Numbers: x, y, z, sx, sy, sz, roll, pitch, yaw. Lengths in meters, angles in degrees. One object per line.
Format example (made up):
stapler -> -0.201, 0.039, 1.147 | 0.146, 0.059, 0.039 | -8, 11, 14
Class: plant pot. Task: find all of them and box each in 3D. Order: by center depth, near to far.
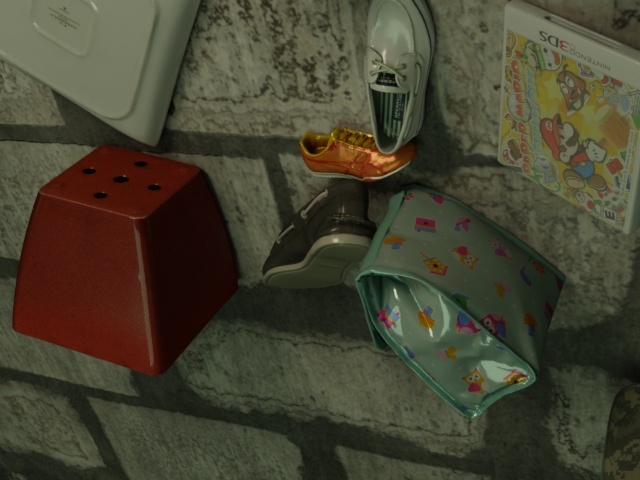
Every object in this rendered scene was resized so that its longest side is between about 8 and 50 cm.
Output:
plant pot -> -0.299, 0.007, 1.553 | 0.267, 0.267, 0.236 | 14, 124, 18

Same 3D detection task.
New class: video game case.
video game case -> 0.289, -0.141, 1.166 | 0.206, 0.026, 0.227 | 36, 147, 37

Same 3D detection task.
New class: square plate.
square plate -> -0.347, -0.321, 1.403 | 0.347, 0.049, 0.344 | 31, 137, 3

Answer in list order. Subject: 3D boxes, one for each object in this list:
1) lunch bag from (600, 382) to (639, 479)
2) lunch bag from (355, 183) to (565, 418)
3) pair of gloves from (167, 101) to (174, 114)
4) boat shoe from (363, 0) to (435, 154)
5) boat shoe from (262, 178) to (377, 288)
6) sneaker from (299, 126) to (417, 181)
lunch bag -> 0.563, 0.328, 1.384 | 0.305, 0.212, 0.256 | -11, 140, 40
lunch bag -> 0.171, 0.065, 1.347 | 0.262, 0.223, 0.160 | 39, 131, -8
pair of gloves -> -0.256, -0.202, 1.498 | 0.074, 0.010, 0.083 | 45, 134, -12
boat shoe -> 0.095, -0.206, 1.243 | 0.083, 0.076, 0.226 | 9, 133, 23
boat shoe -> 0.000, 0.000, 1.474 | 0.112, 0.095, 0.335 | 10, 164, -18
sneaker -> 0.046, -0.119, 1.363 | 0.175, 0.064, 0.067 | 0, 133, 30
